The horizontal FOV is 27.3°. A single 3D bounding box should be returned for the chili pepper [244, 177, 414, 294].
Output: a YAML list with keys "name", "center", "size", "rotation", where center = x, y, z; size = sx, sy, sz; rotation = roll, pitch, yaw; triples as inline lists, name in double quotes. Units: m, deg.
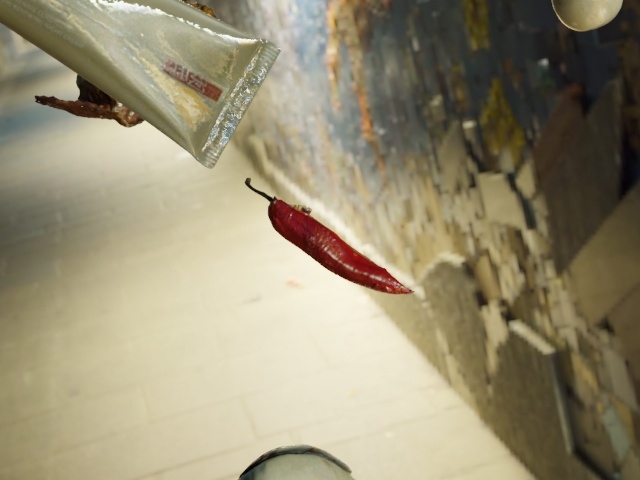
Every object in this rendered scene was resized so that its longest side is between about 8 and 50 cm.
- name: "chili pepper"
  center: [0.000, 0.000, 1.614]
  size: [0.050, 0.268, 0.059]
  rotation: [-52, -19, -4]

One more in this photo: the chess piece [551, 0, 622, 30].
- name: "chess piece"
  center: [0.354, -0.426, 1.940]
  size: [0.142, 0.261, 0.143]
  rotation: [-27, 28, 15]

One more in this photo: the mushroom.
- name: "mushroom"
  center: [-0.028, 0.255, 1.154]
  size: [0.154, 0.154, 0.122]
  rotation: [-17, 22, -13]

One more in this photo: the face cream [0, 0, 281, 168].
- name: "face cream"
  center: [-0.216, -0.210, 1.245]
  size: [0.341, 0.137, 0.084]
  rotation: [30, 2, -12]

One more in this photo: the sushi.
- name: "sushi"
  center: [-0.284, -0.276, 2.039]
  size: [0.179, 0.167, 0.296]
  rotation: [22, 71, 49]
